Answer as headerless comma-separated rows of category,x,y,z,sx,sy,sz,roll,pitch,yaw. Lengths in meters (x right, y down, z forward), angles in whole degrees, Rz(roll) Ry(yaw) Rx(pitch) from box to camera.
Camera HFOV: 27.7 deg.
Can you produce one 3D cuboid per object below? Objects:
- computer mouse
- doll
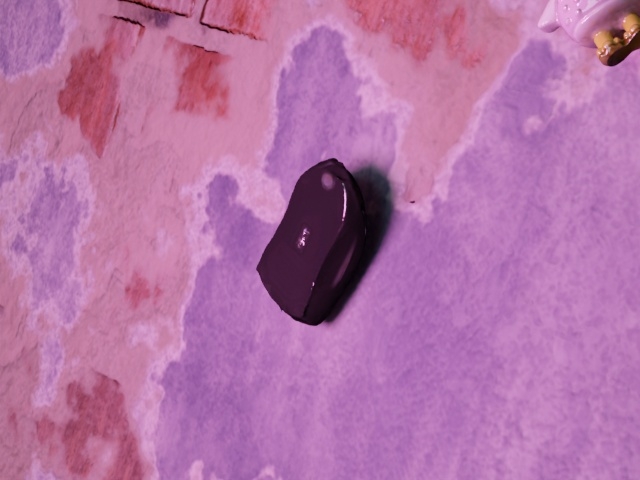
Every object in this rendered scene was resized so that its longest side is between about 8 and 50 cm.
computer mouse,0.000,0.000,1.575,0.122,0.073,0.217,49,124,37
doll,0.273,-0.269,1.346,0.129,0.081,0.207,-34,60,14
